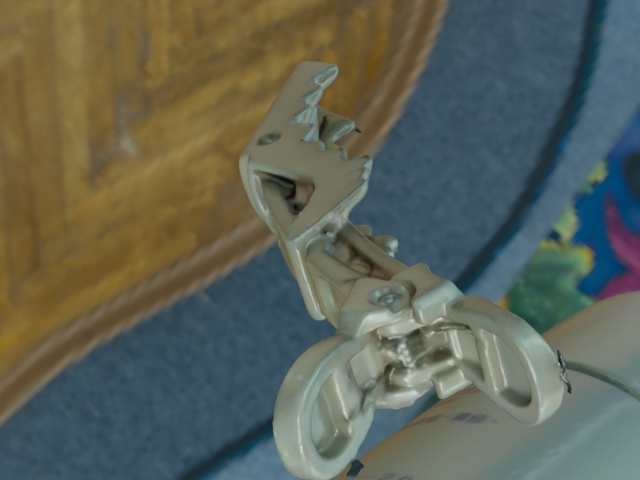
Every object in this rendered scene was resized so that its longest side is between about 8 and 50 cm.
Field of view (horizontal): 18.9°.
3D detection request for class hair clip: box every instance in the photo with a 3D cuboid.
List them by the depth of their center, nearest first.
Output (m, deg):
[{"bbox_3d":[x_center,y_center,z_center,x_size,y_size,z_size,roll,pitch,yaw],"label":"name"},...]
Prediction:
[{"bbox_3d":[0.000,0.000,0.561,0.072,0.226,0.034,-20,118,-5],"label":"hair clip"}]

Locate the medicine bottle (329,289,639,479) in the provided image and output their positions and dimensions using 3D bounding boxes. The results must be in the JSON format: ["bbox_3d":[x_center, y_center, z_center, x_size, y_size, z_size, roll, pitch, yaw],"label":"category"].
[{"bbox_3d":[0.060,0.118,0.644,0.341,0.130,0.130,-29,147,-48],"label":"medicine bottle"}]
